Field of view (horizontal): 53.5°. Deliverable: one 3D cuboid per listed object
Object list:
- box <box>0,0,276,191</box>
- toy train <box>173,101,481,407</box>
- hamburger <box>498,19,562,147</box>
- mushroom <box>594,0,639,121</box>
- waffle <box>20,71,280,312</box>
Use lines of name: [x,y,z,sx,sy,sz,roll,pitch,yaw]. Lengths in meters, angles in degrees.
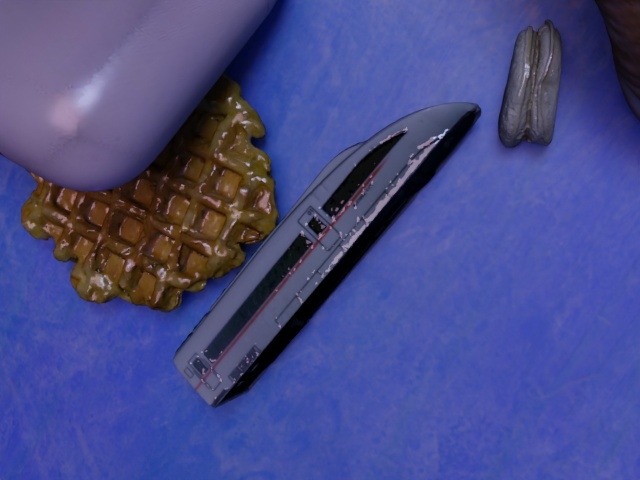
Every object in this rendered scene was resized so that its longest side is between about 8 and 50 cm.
box: [-0.218,-0.229,0.629,0.288,0.141,0.349,27,73,18]
toy train: [0.000,0.000,0.662,0.088,0.086,0.407,44,104,15]
hamburger: [0.197,-0.148,0.590,0.054,0.084,0.121,10,95,18]
mushroom: [0.298,-0.239,0.455,0.224,0.313,0.397,-23,92,20]
waffle: [-0.205,-0.068,0.728,0.324,0.068,0.302,-23,87,19]
